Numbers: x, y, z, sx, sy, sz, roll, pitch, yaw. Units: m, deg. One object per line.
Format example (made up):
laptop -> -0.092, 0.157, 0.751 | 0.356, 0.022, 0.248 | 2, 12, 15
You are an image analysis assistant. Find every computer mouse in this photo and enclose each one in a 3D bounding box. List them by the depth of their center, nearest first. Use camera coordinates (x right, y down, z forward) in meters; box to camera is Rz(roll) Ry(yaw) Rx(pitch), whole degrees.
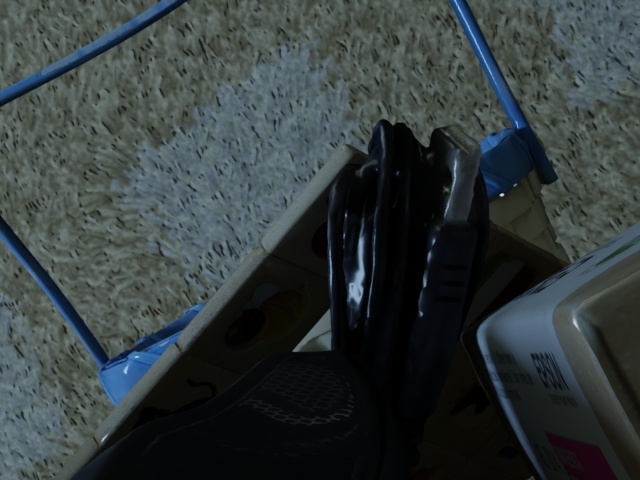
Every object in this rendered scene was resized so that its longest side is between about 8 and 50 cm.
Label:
computer mouse -> -0.006, 0.085, 0.461 | 0.272, 0.072, 0.188 | -39, -36, -69

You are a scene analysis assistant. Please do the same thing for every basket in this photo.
basket -> 0.000, 0.000, 0.954 | 0.255, 0.289, 0.201 | -34, -2, 3

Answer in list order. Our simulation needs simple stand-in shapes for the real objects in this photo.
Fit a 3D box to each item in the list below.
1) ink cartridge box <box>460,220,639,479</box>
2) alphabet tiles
ink cartridge box -> 0.143, 0.006, 0.478 | 0.193, 0.088, 0.235 | -31, -2, -3
alphabet tiles -> -0.009, 0.087, 0.662 | 0.237, 0.009, 0.198 | -48, -39, 13
